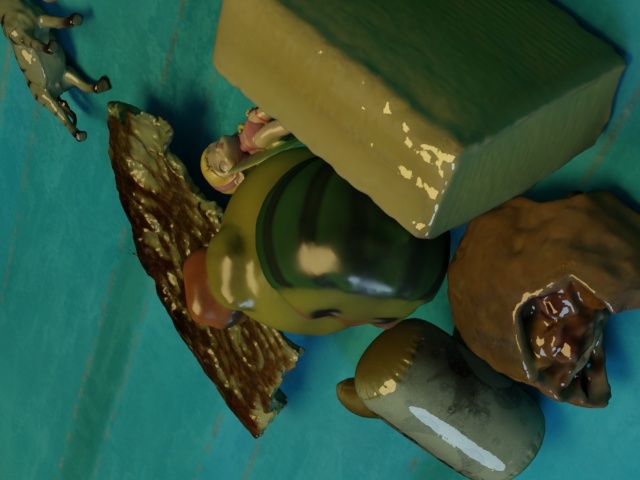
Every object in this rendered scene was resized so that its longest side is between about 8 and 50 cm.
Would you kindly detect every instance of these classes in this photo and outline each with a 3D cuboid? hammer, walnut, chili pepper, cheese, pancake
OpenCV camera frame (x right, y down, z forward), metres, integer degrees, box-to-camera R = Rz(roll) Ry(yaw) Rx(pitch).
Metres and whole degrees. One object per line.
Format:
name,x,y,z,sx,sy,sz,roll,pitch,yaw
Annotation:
hammer,0.095,0.169,1.821,0.202,0.113,0.305,39,164,-14
walnut,0.193,0.050,1.582,0.204,0.141,0.238,46,143,26
chili pepper,0.151,0.092,1.778,0.030,0.017,0.083,43,147,21
cheese,0.082,-0.150,1.466,0.265,0.243,0.123,40,133,25
pancake,-0.136,0.025,2.025,0.426,0.067,0.305,60,155,3

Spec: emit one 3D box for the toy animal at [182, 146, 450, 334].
toy animal,0.001,-0.003,1.731,0.338,0.216,0.191,163,111,-66

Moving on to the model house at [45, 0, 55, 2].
model house,-0.330,-0.363,1.777,0.243,0.298,0.284,35,141,32

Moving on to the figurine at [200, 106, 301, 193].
figurine,-0.065,-0.103,1.867,0.083,0.083,0.187,53,134,7

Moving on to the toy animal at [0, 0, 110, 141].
toy animal,-0.344,-0.238,2.110,0.176,0.073,0.216,26,140,47
